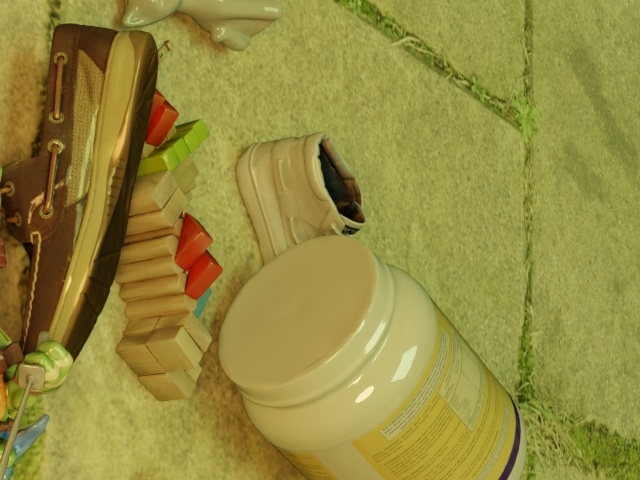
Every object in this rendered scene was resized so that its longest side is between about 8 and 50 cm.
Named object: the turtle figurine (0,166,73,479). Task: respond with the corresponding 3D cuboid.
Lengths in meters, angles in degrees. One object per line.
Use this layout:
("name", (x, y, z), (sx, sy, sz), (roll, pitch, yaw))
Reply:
("turtle figurine", (-0.310, 0.079, 1.161), (0.274, 0.197, 0.266), (-5, 81, -59))

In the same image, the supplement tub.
("supplement tub", (0.061, 0.174, 1.619), (0.331, 0.241, 0.241), (50, 44, -36))

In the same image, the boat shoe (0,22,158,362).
("boat shoe", (-0.248, -0.042, 1.366), (0.123, 0.123, 0.342), (71, 31, -85))

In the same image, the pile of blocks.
("pile of blocks", (-0.146, -0.020, 1.490), (0.149, 0.112, 0.362), (-13, 92, -55))

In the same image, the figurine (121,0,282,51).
("figurine", (-0.151, -0.326, 1.601), (0.209, 0.092, 0.215), (-2, 83, -47))

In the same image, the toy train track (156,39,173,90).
("toy train track", (-0.179, -0.192, 1.575), (0.048, 0.014, 0.083), (57, 40, -29))

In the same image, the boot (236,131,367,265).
("boot", (0.000, 0.000, 1.680), (0.095, 0.123, 0.258), (-43, 116, -51))
